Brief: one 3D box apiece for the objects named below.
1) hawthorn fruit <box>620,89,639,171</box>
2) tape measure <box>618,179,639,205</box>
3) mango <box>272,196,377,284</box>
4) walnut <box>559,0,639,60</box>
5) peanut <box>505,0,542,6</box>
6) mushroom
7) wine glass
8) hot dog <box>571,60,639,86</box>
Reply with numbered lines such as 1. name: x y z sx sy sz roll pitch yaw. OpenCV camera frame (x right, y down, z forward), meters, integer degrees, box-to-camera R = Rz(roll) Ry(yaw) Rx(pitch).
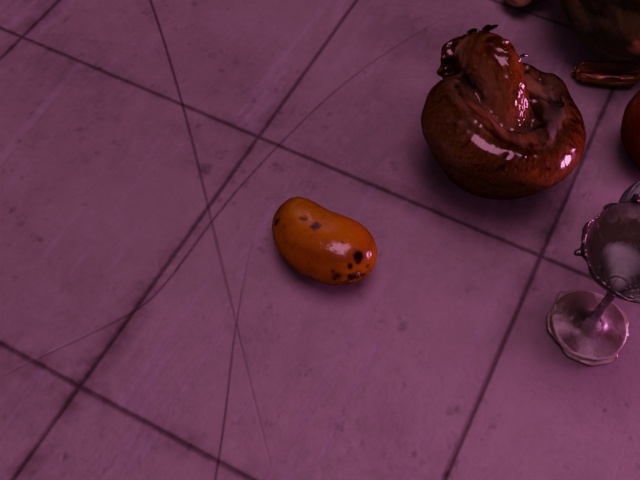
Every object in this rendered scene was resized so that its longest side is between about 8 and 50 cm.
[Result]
1. hawthorn fruit: 0.565 -0.180 1.235 0.172 0.173 0.173 0 59 0
2. tape measure: 0.497 0.044 1.146 0.164 0.084 0.330 19 61 12
3. mango: -0.001 0.003 1.163 0.178 0.090 0.115 29 53 20
4. walnut: 0.533 -0.448 1.323 0.277 0.253 0.282 51 29 -8
5. peanut: 0.419 -0.522 1.492 0.104 0.086 0.228 15 60 24
6. mushroom: 0.276 -0.192 1.222 0.263 0.195 0.283 -10 75 -16
7. wine glass: 0.390 0.069 1.043 0.156 0.232 0.156 0 60 -1
8. hot dog: 0.505 -0.294 1.383 0.122 0.037 0.049 6 70 9
